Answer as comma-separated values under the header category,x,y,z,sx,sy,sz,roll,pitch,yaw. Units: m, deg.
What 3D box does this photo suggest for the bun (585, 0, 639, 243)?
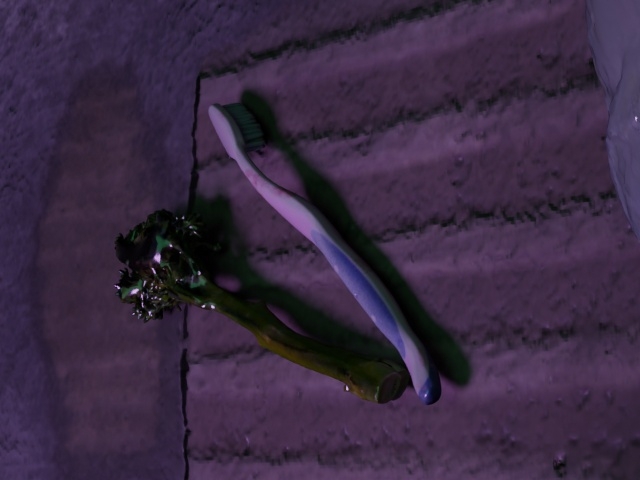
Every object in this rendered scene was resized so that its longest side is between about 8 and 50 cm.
category,x,y,z,sx,sy,sz,roll,pitch,yaw
bun,0.247,-0.109,0.615,0.362,0.211,0.362,-11,70,30

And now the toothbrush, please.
category,x,y,z,sx,sy,sz,roll,pitch,yaw
toothbrush,0.000,0.000,1.058,0.269,0.027,0.021,53,158,40

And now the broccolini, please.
category,x,y,z,sx,sy,sz,roll,pitch,yaw
broccolini,-0.033,0.041,1.098,0.254,0.071,0.057,22,59,43
